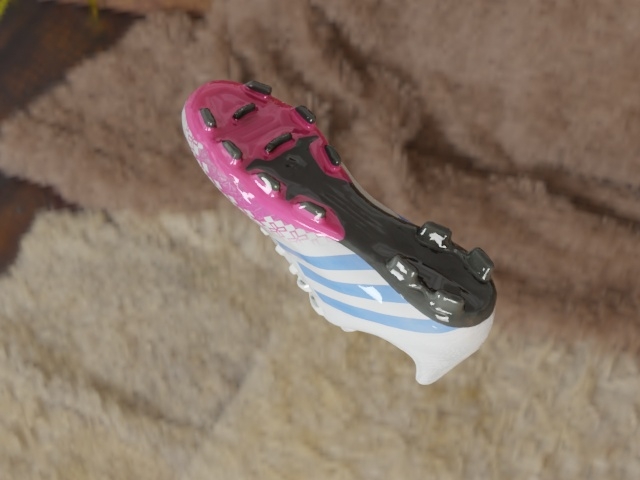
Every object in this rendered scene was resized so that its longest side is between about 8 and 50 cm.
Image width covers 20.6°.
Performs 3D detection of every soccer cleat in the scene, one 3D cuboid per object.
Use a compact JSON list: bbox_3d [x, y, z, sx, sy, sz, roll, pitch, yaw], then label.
[{"bbox_3d":[0.000,0.000,1.519,0.331,0.143,0.116,39,48,13],"label":"soccer cleat"}]
